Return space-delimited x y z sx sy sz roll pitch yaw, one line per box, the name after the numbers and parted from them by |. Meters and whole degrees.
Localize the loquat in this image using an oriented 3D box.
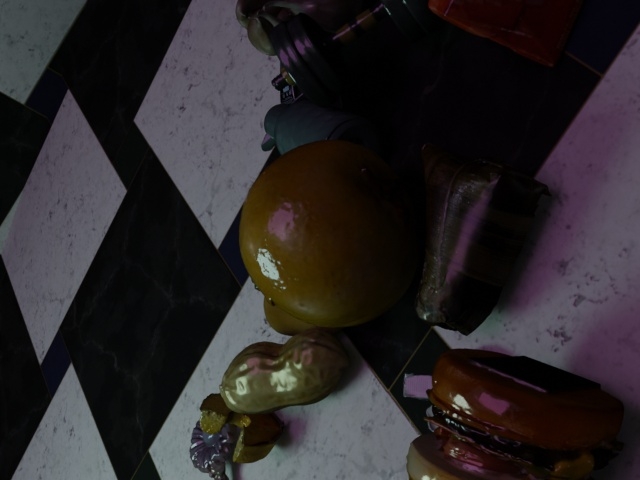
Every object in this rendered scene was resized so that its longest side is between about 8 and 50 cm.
0.000 0.000 1.552 0.359 0.328 0.328 -31 57 34 | loquat

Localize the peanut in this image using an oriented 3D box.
-0.069 0.254 1.704 0.305 0.147 0.147 -17 67 34 | peanut

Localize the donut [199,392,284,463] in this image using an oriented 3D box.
-0.155 0.375 1.787 0.181 0.146 0.078 29 115 34 | donut

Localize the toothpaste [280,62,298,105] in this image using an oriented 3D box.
-0.070 -0.376 1.975 0.071 0.045 0.193 -12 76 57 | toothpaste

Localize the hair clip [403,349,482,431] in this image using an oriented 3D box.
0.231 0.246 1.435 0.220 0.054 0.140 -6 71 46 | hair clip

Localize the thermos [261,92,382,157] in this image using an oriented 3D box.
-0.004 -0.221 1.777 0.182 0.145 0.286 -53 40 -3 | thermos

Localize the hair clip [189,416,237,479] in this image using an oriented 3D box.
-0.215 0.471 1.878 0.173 0.069 0.300 -39 52 36 | hair clip

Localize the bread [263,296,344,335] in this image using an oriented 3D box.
-0.034 0.115 1.749 0.217 0.098 0.147 -12 67 46 | bread

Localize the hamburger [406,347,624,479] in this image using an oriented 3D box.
0.262 0.281 1.221 0.291 0.291 0.225 16 97 50 | hamburger

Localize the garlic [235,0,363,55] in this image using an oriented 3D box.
-0.045 -0.473 1.820 0.210 0.237 0.292 -60 12 27 | garlic

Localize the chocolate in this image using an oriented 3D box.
0.309 -0.425 1.403 0.108 0.235 0.237 40 111 61 | chocolate

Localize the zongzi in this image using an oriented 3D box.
0.208 -0.017 1.474 0.288 0.134 0.286 35 104 54 | zongzi

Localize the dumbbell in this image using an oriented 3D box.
0.068 -0.395 1.644 0.388 0.185 0.185 -32 54 17 | dumbbell
